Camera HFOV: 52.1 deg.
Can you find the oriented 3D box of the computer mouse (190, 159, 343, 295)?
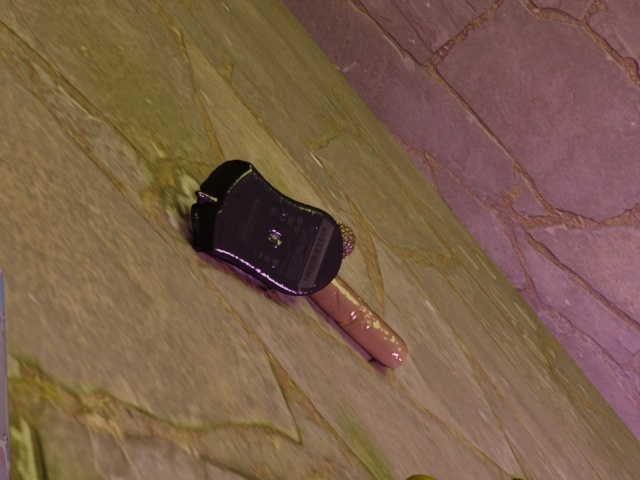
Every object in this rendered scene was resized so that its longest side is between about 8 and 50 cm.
[{"bbox_3d":[-0.085,-0.010,0.958,0.264,0.088,0.146,35,69,-36],"label":"computer mouse"}]

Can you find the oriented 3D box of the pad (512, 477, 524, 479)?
[{"bbox_3d":[0.498,0.535,1.116,0.375,0.063,0.315,36,17,7],"label":"pad"}]

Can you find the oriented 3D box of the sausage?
[{"bbox_3d":[0.030,0.097,1.068,0.301,0.066,0.066,45,20,-6],"label":"sausage"}]

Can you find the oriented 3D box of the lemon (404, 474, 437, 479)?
[{"bbox_3d":[0.130,0.331,0.836,0.083,0.062,0.062,40,21,-24],"label":"lemon"}]

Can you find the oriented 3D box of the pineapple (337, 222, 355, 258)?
[{"bbox_3d":[0.000,0.000,1.183,0.159,0.074,0.074,0,51,-55],"label":"pineapple"}]

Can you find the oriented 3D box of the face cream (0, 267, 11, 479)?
[{"bbox_3d":[-0.246,0.107,0.430,0.075,0.075,0.229,28,29,-45],"label":"face cream"}]
